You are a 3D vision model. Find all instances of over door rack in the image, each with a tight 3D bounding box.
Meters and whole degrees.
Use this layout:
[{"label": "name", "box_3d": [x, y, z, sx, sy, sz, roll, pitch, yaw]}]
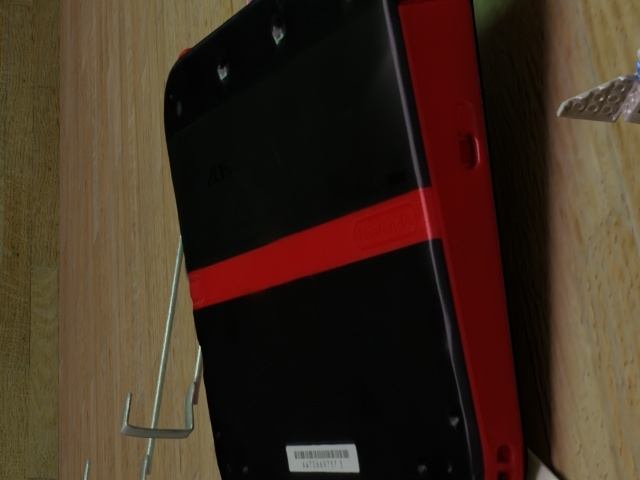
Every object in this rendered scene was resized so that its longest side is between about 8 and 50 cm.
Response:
[{"label": "over door rack", "box_3d": [-0.096, 0.070, 1.234, 0.239, 0.108, 0.324, 126, 166, -60]}]

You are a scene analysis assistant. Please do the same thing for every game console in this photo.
[{"label": "game console", "box_3d": [0.000, 0.000, 0.909, 0.386, 0.060, 0.341, -19, 80, 63]}]

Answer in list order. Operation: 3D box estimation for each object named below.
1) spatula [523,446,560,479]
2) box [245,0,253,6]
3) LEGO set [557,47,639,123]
[{"label": "spatula", "box_3d": [0.125, 0.220, 0.677, 0.242, 0.019, 0.168, -133, 54, -67]}, {"label": "box", "box_3d": [-0.044, -0.214, 1.254, 0.094, 0.027, 0.137, -22, -63, -78]}, {"label": "LEGO set", "box_3d": [0.169, -0.127, 0.530, 0.182, 0.060, 0.244, -164, 82, -73]}]
